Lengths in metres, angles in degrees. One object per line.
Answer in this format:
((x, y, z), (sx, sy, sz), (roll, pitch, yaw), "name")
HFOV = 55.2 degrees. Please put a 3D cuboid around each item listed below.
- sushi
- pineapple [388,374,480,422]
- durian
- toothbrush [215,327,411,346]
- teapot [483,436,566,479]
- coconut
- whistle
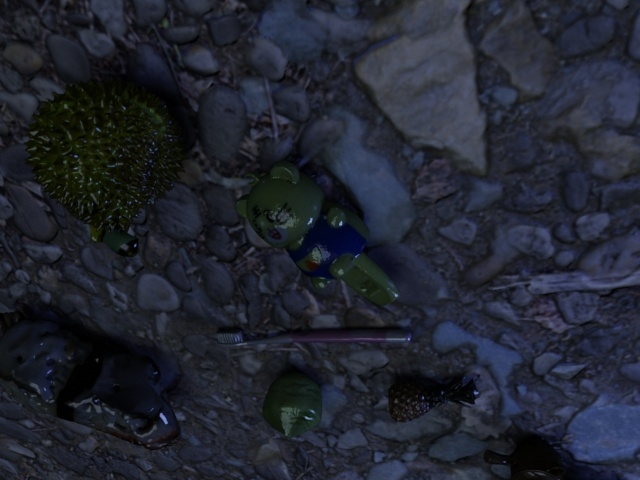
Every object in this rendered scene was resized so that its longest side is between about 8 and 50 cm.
((-0.362, 0.215, 0.942), (0.331, 0.124, 0.130), (18, 138, 3), "sushi")
((0.154, 0.212, 0.820), (0.124, 0.058, 0.058), (-10, 121, 18), "pineapple")
((-0.230, -0.093, 0.667), (0.146, 0.159, 0.198), (34, 161, 4), "durian")
((-0.017, 0.131, 0.836), (0.286, 0.020, 0.025), (-4, 116, 21), "toothbrush")
((0.275, 0.295, 0.820), (0.110, 0.080, 0.085), (27, 128, -2), "teapot")
((-0.039, 0.237, 0.872), (0.087, 0.096, 0.088), (7, 142, 5), "coconut")
((0.000, 0.000, 0.697), (0.227, 0.085, 0.105), (42, 135, -14), "whistle")
